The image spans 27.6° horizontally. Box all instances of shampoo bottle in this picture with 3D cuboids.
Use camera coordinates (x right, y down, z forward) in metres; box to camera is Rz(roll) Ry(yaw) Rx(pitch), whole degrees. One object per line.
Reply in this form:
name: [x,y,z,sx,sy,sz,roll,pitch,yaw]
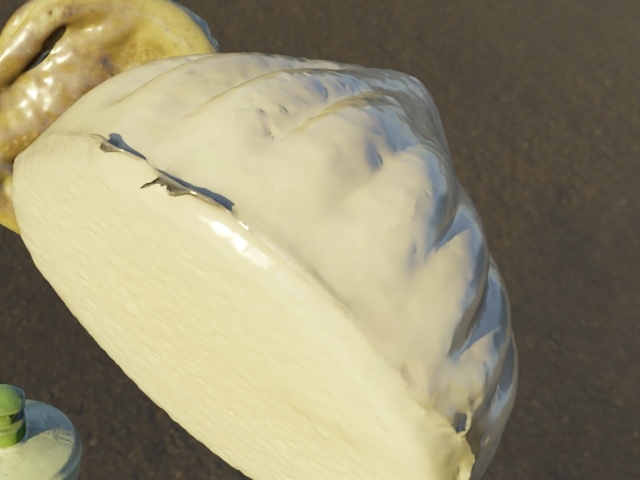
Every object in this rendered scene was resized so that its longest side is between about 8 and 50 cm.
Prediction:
shampoo bottle: [-0.239,0.192,0.985,0.118,0.234,0.087,-8,47,-20]

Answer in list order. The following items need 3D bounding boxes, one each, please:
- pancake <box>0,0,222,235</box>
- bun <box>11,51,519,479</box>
pancake: [-0.215,-0.118,1.309,0.294,0.294,0.049,26,10,-18]
bun: [0.000,0.000,0.623,0.263,0.263,0.175,41,65,3]
